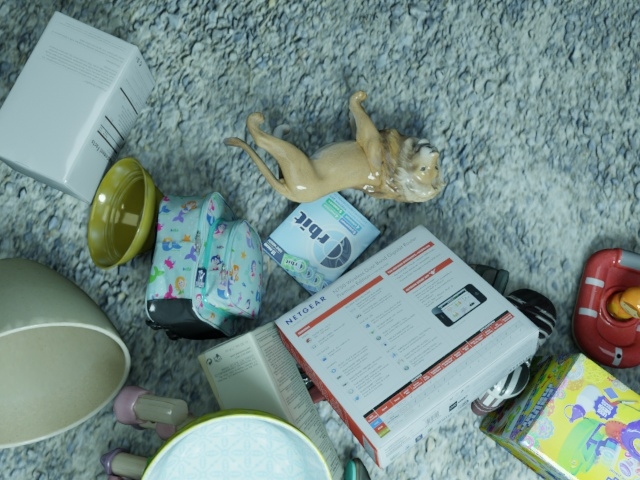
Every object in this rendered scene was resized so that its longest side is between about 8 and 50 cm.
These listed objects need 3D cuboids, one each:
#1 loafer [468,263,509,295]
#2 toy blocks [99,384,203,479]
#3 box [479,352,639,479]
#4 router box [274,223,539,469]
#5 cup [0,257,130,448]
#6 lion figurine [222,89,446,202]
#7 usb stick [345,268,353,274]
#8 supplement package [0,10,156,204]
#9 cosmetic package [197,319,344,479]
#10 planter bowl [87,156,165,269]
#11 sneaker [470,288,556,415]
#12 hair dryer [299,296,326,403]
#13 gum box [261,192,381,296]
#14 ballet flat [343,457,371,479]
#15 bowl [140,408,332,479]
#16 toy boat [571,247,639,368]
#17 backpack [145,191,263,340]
[{"bbox_3d":[0.273,0.153,1.302,0.084,0.096,0.267,22,55,19],"label":"loafer"},{"bbox_3d":[-0.296,0.428,1.223,0.260,0.309,0.289,-1,64,33],"label":"toy blocks"},{"bbox_3d":[0.467,0.352,1.187,0.290,0.279,0.177,37,81,5],"label":"box"},{"bbox_3d":[0.143,0.164,1.187,0.335,0.082,0.301,-32,52,-15],"label":"router box"},{"bbox_3d":[-0.531,0.170,1.217,0.331,0.331,0.237,-30,55,-6],"label":"cup"},{"bbox_3d":[0.032,-0.146,1.334,0.392,0.142,0.240,-17,77,-10],"label":"lion figurine"},{"bbox_3d":[0.152,0.157,1.338,0.278,0.045,0.077,36,79,6],"label":"usb stick"},{"bbox_3d":[-0.476,-0.248,1.341,0.177,0.175,0.293,25,80,2],"label":"supplement package"},{"bbox_3d":[-0.083,0.309,1.227,0.113,0.160,0.309,-25,85,12],"label":"cosmetic package"},{"bbox_3d":[-0.353,-0.043,1.326,0.090,0.217,0.217,16,75,-43],"label":"planter bowl"},{"bbox_3d":[0.340,0.217,1.306,0.106,0.162,0.281,33,45,13],"label":"sneaker"},{"bbox_3d":[0.050,0.262,1.319,0.293,0.080,0.224,28,96,10],"label":"hair dryer"},{"bbox_3d":[0.000,0.000,1.368,0.157,0.041,0.184,43,82,7],"label":"gum box"},{"bbox_3d":[0.072,0.533,1.250,0.096,0.095,0.280,11,90,-11],"label":"ballet flat"},{"bbox_3d":[-0.132,0.379,1.064,0.289,0.156,0.289,-1,97,-9],"label":"bowl"},{"bbox_3d":[0.569,0.123,1.296,0.151,0.151,0.231,16,79,3],"label":"toy boat"},{"bbox_3d":[-0.208,0.038,1.261,0.191,0.225,0.254,-8,69,10],"label":"backpack"}]
